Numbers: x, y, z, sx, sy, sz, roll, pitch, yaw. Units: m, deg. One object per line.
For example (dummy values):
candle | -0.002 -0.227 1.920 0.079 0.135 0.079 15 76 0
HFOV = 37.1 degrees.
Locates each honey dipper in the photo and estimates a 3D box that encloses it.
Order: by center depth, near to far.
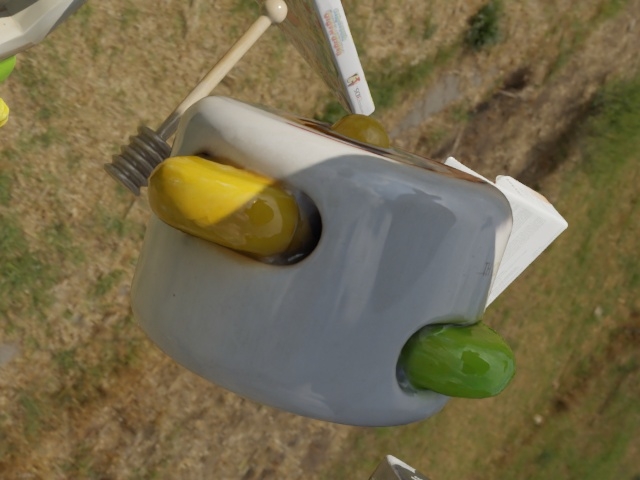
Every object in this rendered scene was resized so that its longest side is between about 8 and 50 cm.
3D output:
honey dipper | -0.075 -0.096 0.616 0.161 0.030 0.030 -49 141 -10

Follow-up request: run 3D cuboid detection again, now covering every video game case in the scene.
video game case | -0.039 -0.236 0.837 0.026 0.227 0.206 -35 151 -4

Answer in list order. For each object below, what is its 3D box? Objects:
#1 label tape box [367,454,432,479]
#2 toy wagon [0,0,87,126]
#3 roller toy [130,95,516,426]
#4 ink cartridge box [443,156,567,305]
label tape box | 0.138 0.270 0.518 0.240 0.333 0.106 34 91 -10
toy wagon | -0.203 -0.134 0.493 0.267 0.068 0.344 -31 178 -25
roller toy | 0.000 0.000 0.529 0.209 0.191 0.146 15 100 -16
ink cartridge box | 0.106 0.001 0.805 0.179 0.045 0.145 23 116 -41
